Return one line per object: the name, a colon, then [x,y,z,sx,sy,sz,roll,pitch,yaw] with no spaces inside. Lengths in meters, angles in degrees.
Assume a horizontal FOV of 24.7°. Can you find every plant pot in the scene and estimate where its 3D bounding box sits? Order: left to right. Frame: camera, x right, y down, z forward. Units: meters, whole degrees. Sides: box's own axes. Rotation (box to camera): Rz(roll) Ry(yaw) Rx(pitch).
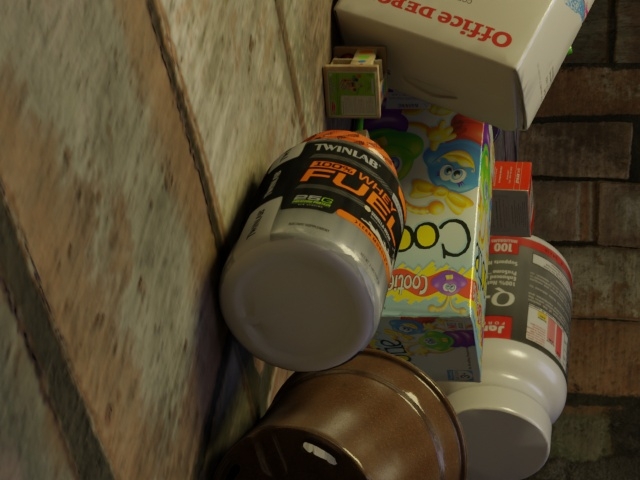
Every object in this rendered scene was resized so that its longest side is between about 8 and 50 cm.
plant pot: [0.008,0.174,1.057,0.165,0.167,0.167,-20,111,-70]

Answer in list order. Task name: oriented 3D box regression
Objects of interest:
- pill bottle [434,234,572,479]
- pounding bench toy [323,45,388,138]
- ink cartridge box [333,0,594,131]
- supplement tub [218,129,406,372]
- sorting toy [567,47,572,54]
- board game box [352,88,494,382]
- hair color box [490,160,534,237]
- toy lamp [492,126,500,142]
pill bottle: [0.272,0.173,2.215,0.363,0.210,0.210,-77,164,-47]
pounding bench toy: [0.036,-0.139,1.404,0.065,0.052,0.083,-68,156,-61]
ink cartridge box: [0.167,-0.274,1.455,0.278,0.201,0.117,-61,158,-19]
supplement tub: [0.000,0.000,1.078,0.190,0.117,0.117,-72,160,-57]
sorting toy: [0.229,-0.353,1.723,0.127,0.126,0.365,-100,174,-63]
board game box: [0.101,-0.008,1.515,0.144,0.142,0.275,73,21,-56]
hair color box: [0.187,-0.055,1.872,0.093,0.167,0.053,78,19,-49]
toy lamp: [0.204,-0.149,1.996,0.274,0.080,0.080,-49,139,-74]
